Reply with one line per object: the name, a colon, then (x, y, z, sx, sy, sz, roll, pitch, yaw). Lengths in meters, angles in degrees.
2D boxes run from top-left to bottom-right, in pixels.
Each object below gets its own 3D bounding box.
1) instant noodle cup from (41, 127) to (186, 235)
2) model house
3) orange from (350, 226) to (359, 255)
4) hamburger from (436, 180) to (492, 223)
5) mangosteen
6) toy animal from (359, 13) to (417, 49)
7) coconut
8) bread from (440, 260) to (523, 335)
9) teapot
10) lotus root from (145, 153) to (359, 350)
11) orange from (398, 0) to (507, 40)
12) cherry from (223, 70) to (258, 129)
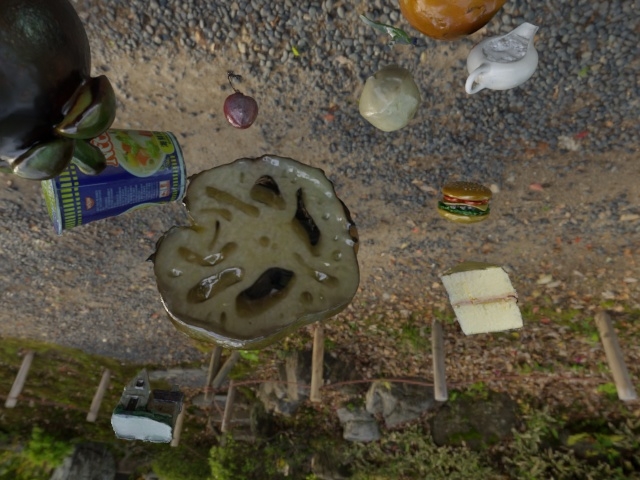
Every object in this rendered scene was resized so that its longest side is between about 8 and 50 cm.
instant noodle cup: (-0.531, -0.174, 1.059, 0.312, 0.284, 0.284, -14, 164, -36)
model house: (-0.300, 0.291, 0.734, 0.100, 0.100, 0.088, 9, 128, -5)
orange: (0.000, 0.000, 1.401, 0.274, 0.274, 0.274, 4, 150, 2)
hamburger: (0.429, -0.114, 1.224, 0.162, 0.162, 0.115, 3, 112, 5)
mangosteen: (-0.436, -0.222, 0.526, 0.311, 0.311, 0.311, 4, 150, 2)
toy animal: (0.225, -0.683, 1.365, 0.216, 0.075, 0.041, 15, 161, -13)
coconut: (0.230, -0.488, 1.392, 0.224, 0.224, 0.224, 4, 150, 2)
bread: (0.519, 0.189, 1.302, 0.135, 0.240, 0.178, -26, -172, -21)
teapot: (0.390, -0.383, 0.899, 0.145, 0.226, 0.092, 37, 158, 29)
lotus root: (-0.105, 0.018, 0.761, 0.375, 0.390, 0.111, 26, 154, 7)
orange: (0.278, -0.546, 0.844, 0.246, 0.246, 0.246, 4, 150, 2)
cherry: (-0.246, -0.441, 1.282, 0.107, 0.226, 0.090, -1, 158, -4)
